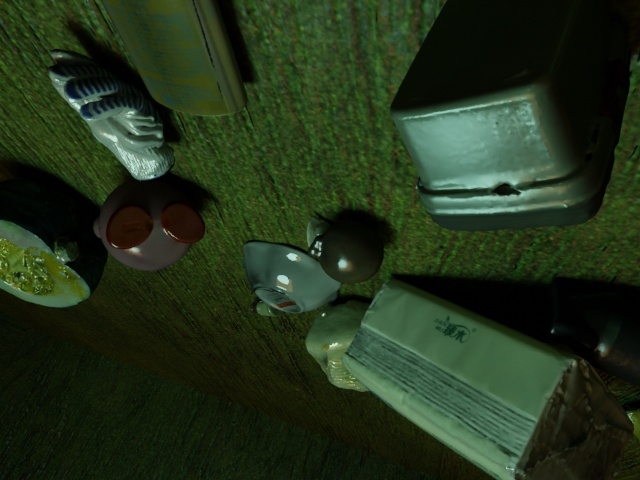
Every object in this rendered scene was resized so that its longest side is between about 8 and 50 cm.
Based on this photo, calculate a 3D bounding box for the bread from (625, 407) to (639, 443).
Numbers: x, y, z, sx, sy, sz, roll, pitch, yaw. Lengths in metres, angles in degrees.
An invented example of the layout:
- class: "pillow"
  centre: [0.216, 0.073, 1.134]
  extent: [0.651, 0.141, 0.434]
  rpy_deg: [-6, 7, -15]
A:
- class: "bread"
  centre: [0.685, 0.368, 1.063]
  extent: [0.233, 0.088, 0.160]
  rpy_deg: [20, 149, 1]

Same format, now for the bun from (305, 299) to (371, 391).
- class: "bun"
  centre: [0.079, 0.213, 1.198]
  extent: [0.230, 0.145, 0.229]
  rpy_deg: [-3, 129, -4]

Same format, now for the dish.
- class: "dish"
  centre: [-0.072, 0.093, 1.145]
  extent: [0.229, 0.081, 0.229]
  rpy_deg: [17, 153, 9]

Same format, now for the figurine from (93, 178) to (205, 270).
- class: "figurine"
  centre: [-0.307, -0.028, 1.012]
  extent: [0.173, 0.173, 0.173]
  rpy_deg: [18, 153, 9]

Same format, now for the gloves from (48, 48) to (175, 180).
- class: "gloves"
  centre: [-0.291, -0.176, 0.802]
  extent: [0.119, 0.097, 0.229]
  rpy_deg: [3, 152, 26]

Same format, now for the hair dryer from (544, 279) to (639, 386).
- class: "hair dryer"
  centre: [0.453, 0.086, 0.727]
  extent: [0.244, 0.116, 0.302]
  rpy_deg: [22, 142, 1]

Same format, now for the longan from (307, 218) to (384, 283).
- class: "longan"
  centre: [0.040, 0.017, 0.892]
  extent: [0.119, 0.106, 0.106]
  rpy_deg: [8, 153, -1]

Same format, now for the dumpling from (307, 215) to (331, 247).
- class: "dumpling"
  centre: [0.001, 0.001, 0.942]
  extent: [0.043, 0.059, 0.077]
  rpy_deg: [24, 152, 21]

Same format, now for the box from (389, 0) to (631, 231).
- class: "box"
  centre: [0.152, -0.116, 0.447]
  extent: [0.148, 0.210, 0.129]
  rpy_deg: [-3, 137, 39]

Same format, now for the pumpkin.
- class: "pumpkin"
  centre: [-0.598, -0.014, 1.237]
  extent: [0.264, 0.196, 0.293]
  rpy_deg: [-5, 137, 23]

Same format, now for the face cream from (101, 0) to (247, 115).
- class: "face cream"
  centre: [-0.171, -0.252, 0.597]
  extent: [0.139, 0.067, 0.285]
  rpy_deg: [14, 153, 16]

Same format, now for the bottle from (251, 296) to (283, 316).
- class: "bottle"
  centre: [-0.129, 0.155, 1.349]
  extent: [0.101, 0.047, 0.063]
  rpy_deg: [-10, 103, 54]

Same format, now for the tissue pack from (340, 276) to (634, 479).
- class: "tissue pack"
  centre: [0.263, 0.247, 0.934]
  extent: [0.297, 0.207, 0.380]
  rpy_deg: [41, 168, -37]
